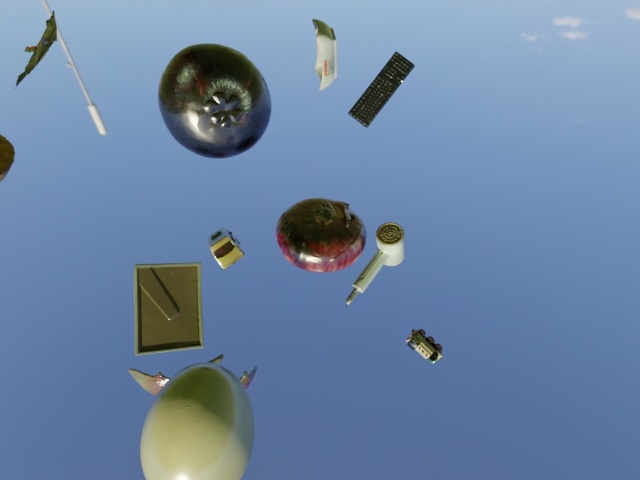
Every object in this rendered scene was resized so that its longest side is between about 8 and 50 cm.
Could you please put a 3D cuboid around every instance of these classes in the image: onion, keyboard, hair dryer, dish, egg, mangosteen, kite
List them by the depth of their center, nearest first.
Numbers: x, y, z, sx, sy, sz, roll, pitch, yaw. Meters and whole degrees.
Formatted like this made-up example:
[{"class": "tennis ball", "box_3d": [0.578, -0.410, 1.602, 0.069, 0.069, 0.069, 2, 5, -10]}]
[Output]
[{"class": "egg", "box_3d": [-0.204, 0.326, 0.702, 0.186, 0.241, 0.186, 9, -176, -1]}, {"class": "kite", "box_3d": [-0.553, -0.381, 0.809, 0.159, 0.010, 0.190, 6, -107, 37]}, {"class": "keyboard", "box_3d": [0.150, -0.369, 1.005, 0.061, 0.013, 0.204, 37, -97, 1]}, {"class": "mangosteen", "box_3d": [-0.279, -0.366, 1.106, 0.300, 0.300, 0.300, -2, -136, 2]}, {"class": "dish", "box_3d": [0.019, -0.685, 1.519, 0.077, 0.212, 0.151, -8, -126, -2]}, {"class": "hair dryer", "box_3d": [0.194, 0.109, 1.546, 0.107, 0.173, 0.357, 30, -112, 29]}, {"class": "onion", "box_3d": [0.000, 0.000, 1.600, 0.348, 0.285, 0.347, 2, -130, -2]}]

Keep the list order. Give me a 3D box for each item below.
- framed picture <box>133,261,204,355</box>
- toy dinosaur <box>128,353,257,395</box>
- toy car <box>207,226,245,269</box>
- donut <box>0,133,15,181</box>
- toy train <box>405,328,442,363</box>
[{"class": "framed picture", "box_3d": [-0.552, 0.242, 1.506, 0.241, 0.020, 0.324, -2, -97, -25]}, {"class": "toy dinosaur", "box_3d": [-0.345, 0.380, 1.145, 0.327, 0.206, 0.113, -14, -143, -10]}, {"class": "toy car", "box_3d": [-0.368, 0.017, 1.574, 0.101, 0.124, 0.257, -35, -158, -7]}, {"class": "donut", "box_3d": [-0.700, -0.155, 0.801, 0.162, 0.065, 0.178, 44, -141, 1]}, {"class": "toy train", "box_3d": [0.368, 0.373, 1.453, 0.138, 0.050, 0.087, 42, -144, 14]}]
